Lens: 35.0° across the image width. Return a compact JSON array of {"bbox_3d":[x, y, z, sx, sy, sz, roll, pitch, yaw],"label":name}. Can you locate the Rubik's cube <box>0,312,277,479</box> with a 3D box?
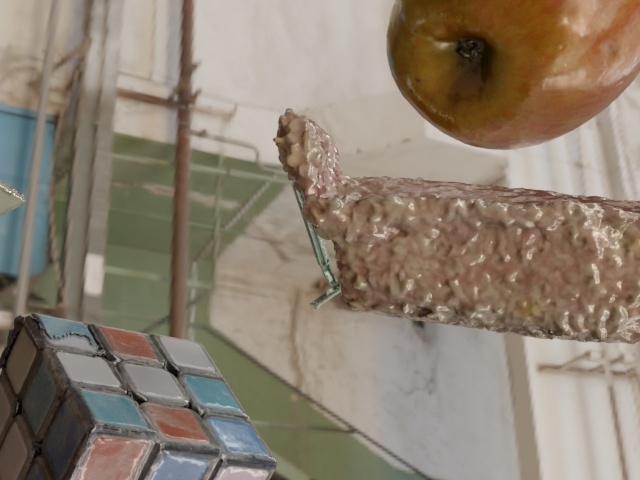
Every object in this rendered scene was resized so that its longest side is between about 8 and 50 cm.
[{"bbox_3d":[-0.335,0.364,1.637,0.363,0.358,0.362,41,-73,48],"label":"Rubik's cube"}]

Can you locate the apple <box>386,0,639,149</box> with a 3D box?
[{"bbox_3d":[0.215,-0.233,1.130,0.301,0.301,0.302,-37,-133,56],"label":"apple"}]

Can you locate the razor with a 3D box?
[{"bbox_3d":[-0.004,-0.004,1.325,0.036,0.084,0.211,39,-22,45],"label":"razor"}]

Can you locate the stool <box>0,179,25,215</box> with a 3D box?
[{"bbox_3d":[-0.463,-0.147,1.015,0.170,0.270,0.244,-27,-117,8],"label":"stool"}]

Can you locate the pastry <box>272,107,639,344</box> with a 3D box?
[{"bbox_3d":[0.094,0.004,0.607,0.103,0.265,0.112,-18,121,-76],"label":"pastry"}]
